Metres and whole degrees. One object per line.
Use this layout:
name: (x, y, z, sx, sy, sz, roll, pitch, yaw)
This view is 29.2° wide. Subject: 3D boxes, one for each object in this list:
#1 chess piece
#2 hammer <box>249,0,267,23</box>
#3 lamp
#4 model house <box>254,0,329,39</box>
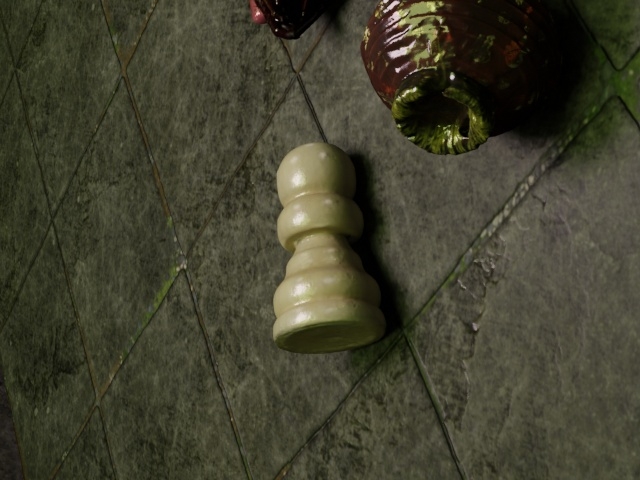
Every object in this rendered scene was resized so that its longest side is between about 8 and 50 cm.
chess piece: (0.000, 0.000, 1.773, 0.167, 0.167, 0.300, -33, 57, 52)
hammer: (-0.099, -0.402, 2.046, 0.043, 0.043, 0.083, -34, 59, 52)
lamp: (0.164, -0.216, 1.448, 0.247, 0.247, 0.247, -5, 84, 57)
model house: (-0.041, -0.430, 1.858, 0.203, 0.141, 0.164, 55, 153, 38)
